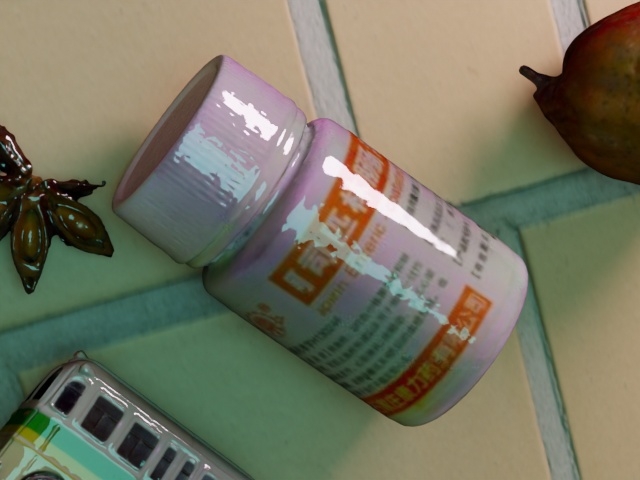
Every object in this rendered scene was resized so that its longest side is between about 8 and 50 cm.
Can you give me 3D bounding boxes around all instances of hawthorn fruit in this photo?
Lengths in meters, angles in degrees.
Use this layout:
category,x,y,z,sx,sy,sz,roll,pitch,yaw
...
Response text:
category,x,y,z,sx,sy,sz,roll,pitch,yaw
hawthorn fruit,0.335,-0.160,2.025,0.248,0.208,0.208,0,92,2

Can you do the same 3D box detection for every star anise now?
category,x,y,z,sx,sy,sz,roll,pitch,yaw
star anise,-0.307,-0.025,1.926,0.212,0.053,0.157,33,84,-15

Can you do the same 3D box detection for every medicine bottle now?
category,x,y,z,sx,sy,sz,roll,pitch,yaw
medicine bottle,0.000,0.000,1.922,0.388,0.219,0.219,36,83,-12

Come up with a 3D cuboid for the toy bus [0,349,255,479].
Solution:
category,x,y,z,sx,sy,sz,roll,pitch,yaw
toy bus,-0.186,0.262,1.921,0.305,0.143,0.179,38,74,-10
